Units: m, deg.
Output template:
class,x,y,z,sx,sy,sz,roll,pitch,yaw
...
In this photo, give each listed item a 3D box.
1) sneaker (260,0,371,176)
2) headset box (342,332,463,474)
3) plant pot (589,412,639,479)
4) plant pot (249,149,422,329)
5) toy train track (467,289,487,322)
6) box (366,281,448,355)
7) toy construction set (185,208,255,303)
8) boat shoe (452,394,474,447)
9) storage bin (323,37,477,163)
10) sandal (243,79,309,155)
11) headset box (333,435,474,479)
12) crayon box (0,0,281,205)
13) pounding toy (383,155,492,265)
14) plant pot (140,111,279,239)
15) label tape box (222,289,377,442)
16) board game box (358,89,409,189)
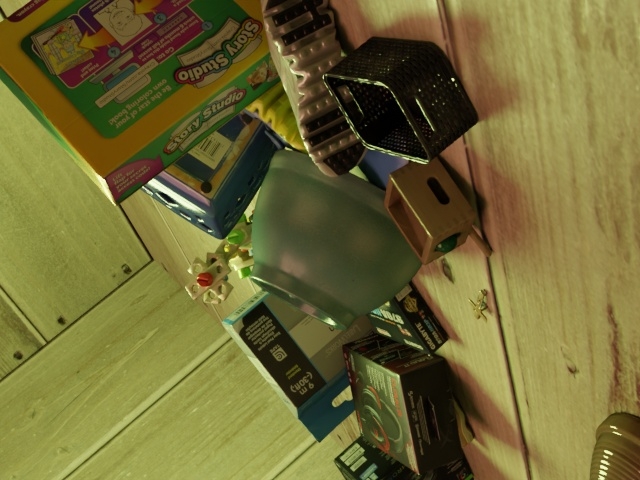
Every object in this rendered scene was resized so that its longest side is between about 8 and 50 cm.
class,x,y,z,sx,sy,sz,roll,pitch,yaw
sneaker,-0.009,-0.229,1.561,0.118,0.110,0.292,-135,24,-63
headset box,0.170,0.326,2.283,0.293,0.110,0.218,19,124,64
plant pot,0.467,0.371,1.619,0.237,0.110,0.237,46,166,15
plant pot,0.009,0.017,1.750,0.293,0.196,0.293,29,171,5
toy train track,0.254,0.100,1.777,0.048,0.014,0.083,52,162,26
box,0.130,0.116,2.122,0.175,0.051,0.220,56,164,-19
toy construction set,-0.160,0.016,2.354,0.151,0.215,0.328,68,-158,-7
boat shoe,0.261,0.376,2.342,0.068,0.072,0.190,32,157,53
storage bin,0.097,-0.177,1.404,0.122,0.084,0.180,57,164,-25
sandal,-0.079,-0.221,1.773,0.317,0.126,0.138,47,170,18
headset box,0.196,0.528,2.573,0.131,0.246,0.283,38,161,43
crayon box,-0.265,-0.280,1.681,0.313,0.363,0.106,46,165,18
pounding toy,0.169,-0.034,1.566,0.141,0.100,0.130,57,168,17
plant pot,-0.204,-0.163,1.920,0.236,0.236,0.212,33,174,1
label tape box,-0.007,0.235,2.439,0.347,0.249,0.115,52,166,-7
board game box,0.078,-0.156,1.610,0.168,0.033,0.133,53,150,11
